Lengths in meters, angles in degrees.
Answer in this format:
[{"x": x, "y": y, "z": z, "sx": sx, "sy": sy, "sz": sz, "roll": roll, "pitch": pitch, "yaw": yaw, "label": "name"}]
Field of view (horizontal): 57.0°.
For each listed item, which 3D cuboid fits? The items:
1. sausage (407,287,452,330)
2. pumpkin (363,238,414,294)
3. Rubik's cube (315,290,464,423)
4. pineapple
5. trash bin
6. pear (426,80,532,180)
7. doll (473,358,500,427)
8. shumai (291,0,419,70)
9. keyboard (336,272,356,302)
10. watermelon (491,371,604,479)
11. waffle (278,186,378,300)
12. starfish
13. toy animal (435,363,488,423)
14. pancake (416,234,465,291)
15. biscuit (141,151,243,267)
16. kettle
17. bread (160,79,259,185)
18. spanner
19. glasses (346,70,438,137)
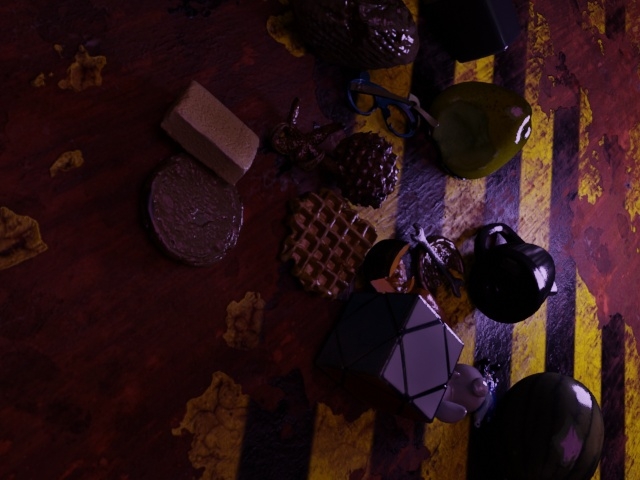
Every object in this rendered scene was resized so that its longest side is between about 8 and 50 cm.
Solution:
[{"x": 0.259, "y": 0.196, "z": 1.444, "sx": 0.238, "sy": 0.098, "sz": 0.098, "roll": 51, "pitch": 53, "yaw": -48, "label": "sausage"}, {"x": 0.156, "y": 0.067, "z": 1.395, "sx": 0.119, "sy": 0.108, "sz": 0.183, "roll": -49, "pitch": 144, "yaw": -33, "label": "pumpkin"}, {"x": 0.155, "y": 0.249, "z": 1.298, "sx": 0.207, "sy": 0.205, "sz": 0.205, "roll": 44, "pitch": 62, "yaw": -28, "label": "Rubik's cube"}, {"x": 0.107, "y": -0.150, "z": 1.342, "sx": 0.166, "sy": 0.166, "sz": 0.193, "roll": 11, "pitch": 52, "yaw": -37, "label": "pineapple"}, {"x": 0.427, "y": -0.672, "z": 1.672, "sx": 0.182, "sy": 0.209, "sz": 0.290, "roll": -50, "pitch": 119, "yaw": -34, "label": "trash bin"}, {"x": 0.446, "y": -0.301, "z": 1.604, "sx": 0.159, "sy": 0.292, "sz": 0.292, "roll": -41, "pitch": 109, "yaw": -45, "label": "pear"}, {"x": 0.444, "y": 0.418, "z": 1.602, "sx": 0.096, "sy": 0.070, "sz": 0.195, "roll": 29, "pitch": 56, "yaw": -7, "label": "doll"}, {"x": 0.102, "y": -0.570, "z": 1.385, "sx": 0.346, "sy": 0.217, "sz": 0.283, "roll": 20, "pitch": 71, "yaw": -29, "label": "shumai"}, {"x": 0.061, "y": 0.047, "z": 1.386, "sx": 0.060, "sy": 0.018, "sz": 0.195, "roll": 18, "pitch": 72, "yaw": -29, "label": "keyboard"}, {"x": 0.601, "y": 0.527, "z": 1.574, "sx": 0.279, "sy": 0.279, "sz": 0.359, "roll": 48, "pitch": 54, "yaw": -23, "label": "watermelon"}, {"x": 0.000, "y": 0.000, "z": 1.311, "sx": 0.219, "sy": 0.057, "sz": 0.229, "roll": 42, "pitch": 63, "yaw": -20, "label": "waffle"}, {"x": -0.015, "y": -0.219, "z": 1.301, "sx": 0.190, "sy": 0.074, "sz": 0.146, "roll": 39, "pitch": 63, "yaw": 2, "label": "starfish"}, {"x": 0.310, "y": 0.367, "z": 1.430, "sx": 0.193, "sy": 0.178, "sz": 0.127, "roll": 6, "pitch": 77, "yaw": -40, "label": "toy animal"}, {"x": 0.323, "y": 0.074, "z": 1.587, "sx": 0.184, "sy": 0.020, "sz": 0.190, "roll": 43, "pitch": 59, "yaw": -27, "label": "pancake"}, {"x": -0.245, "y": -0.059, "z": 1.141, "sx": 0.226, "sy": 0.042, "sz": 0.226, "roll": 9, "pitch": 76, "yaw": -38, "label": "biscuit"}, {"x": 0.557, "y": 0.090, "z": 1.687, "sx": 0.271, "sy": 0.251, "sz": 0.207, "roll": -20, "pitch": 125, "yaw": -45, "label": "kettle"}, {"x": -0.211, "y": -0.208, "z": 1.148, "sx": 0.188, "sy": 0.068, "sz": 0.125, "roll": 40, "pitch": 39, "yaw": -23, "label": "bread"}, {"x": 0.310, "y": 0.054, "z": 1.558, "sx": 0.254, "sy": 0.015, "sz": 0.054, "roll": 50, "pitch": 58, "yaw": -22, "label": "spanner"}, {"x": 0.184, "y": -0.321, "z": 1.460, "sx": 0.239, "sy": 0.207, "sz": 0.102, "roll": 24, "pitch": 104, "yaw": -30, "label": "glasses"}]
